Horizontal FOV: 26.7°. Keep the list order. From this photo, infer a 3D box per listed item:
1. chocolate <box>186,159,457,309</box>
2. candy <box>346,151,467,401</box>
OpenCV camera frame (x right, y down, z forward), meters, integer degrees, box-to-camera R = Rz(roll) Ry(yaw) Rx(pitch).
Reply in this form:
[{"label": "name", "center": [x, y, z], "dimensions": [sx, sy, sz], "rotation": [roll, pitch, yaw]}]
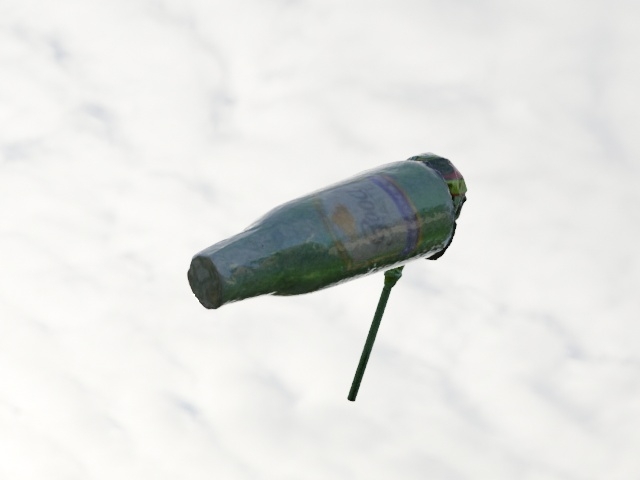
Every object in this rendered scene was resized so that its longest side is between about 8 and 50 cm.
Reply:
[{"label": "chocolate", "center": [0.000, 0.000, 1.267], "dimensions": [0.110, 0.291, 0.110], "rotation": [19, -63, 41]}, {"label": "candy", "center": [0.088, 0.047, 1.546], "dimensions": [0.091, 0.305, 0.083], "rotation": [15, 11, -10]}]
